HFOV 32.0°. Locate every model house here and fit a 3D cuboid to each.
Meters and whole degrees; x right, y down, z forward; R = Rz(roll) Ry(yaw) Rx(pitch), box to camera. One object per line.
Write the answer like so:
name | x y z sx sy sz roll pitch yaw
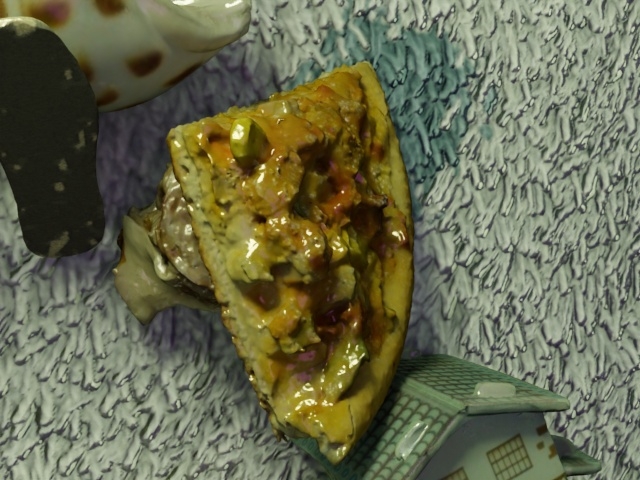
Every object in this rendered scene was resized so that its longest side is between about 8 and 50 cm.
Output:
model house | 0.103 0.205 0.889 0.198 0.224 0.215 -28 101 -14

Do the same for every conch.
conch | -0.195 -0.178 0.816 0.275 0.182 0.148 26 114 -8

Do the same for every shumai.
shumai | -0.106 0.015 0.873 0.116 0.145 0.145 -30 102 5

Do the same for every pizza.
pizza | 0.018 0.001 0.863 0.268 0.087 0.257 -35 109 -57

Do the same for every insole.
insole | -0.196 -0.065 0.799 0.081 0.247 0.011 -11 54 -11
